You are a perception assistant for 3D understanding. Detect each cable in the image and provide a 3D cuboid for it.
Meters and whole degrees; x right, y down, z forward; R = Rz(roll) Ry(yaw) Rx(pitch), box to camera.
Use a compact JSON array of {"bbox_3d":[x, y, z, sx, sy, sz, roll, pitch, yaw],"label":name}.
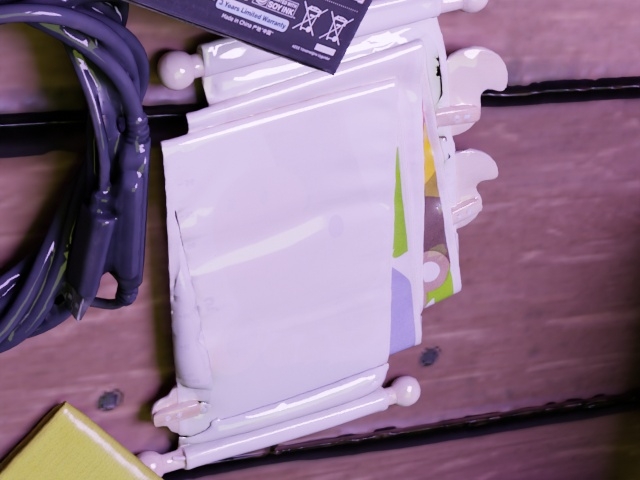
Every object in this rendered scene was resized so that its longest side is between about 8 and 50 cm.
[{"bbox_3d":[-0.137,-0.032,0.585,0.150,0.047,0.184,-6,130,-17],"label":"cable"}]

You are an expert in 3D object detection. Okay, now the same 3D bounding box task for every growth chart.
[{"bbox_3d":[0.000,0.000,0.691,0.172,0.021,0.237,-10,124,-23],"label":"growth chart"}]

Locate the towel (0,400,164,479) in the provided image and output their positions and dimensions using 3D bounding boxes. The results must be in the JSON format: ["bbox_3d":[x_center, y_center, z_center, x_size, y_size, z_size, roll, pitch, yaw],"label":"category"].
[{"bbox_3d":[-0.067,0.181,0.729,0.102,0.021,0.237,-47,110,-1],"label":"towel"}]

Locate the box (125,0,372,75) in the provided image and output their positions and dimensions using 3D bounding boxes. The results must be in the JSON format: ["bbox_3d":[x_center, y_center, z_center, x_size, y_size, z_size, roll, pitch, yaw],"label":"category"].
[{"bbox_3d":[-0.075,-0.211,0.481,0.307,0.076,0.242,15,112,-34],"label":"box"}]
